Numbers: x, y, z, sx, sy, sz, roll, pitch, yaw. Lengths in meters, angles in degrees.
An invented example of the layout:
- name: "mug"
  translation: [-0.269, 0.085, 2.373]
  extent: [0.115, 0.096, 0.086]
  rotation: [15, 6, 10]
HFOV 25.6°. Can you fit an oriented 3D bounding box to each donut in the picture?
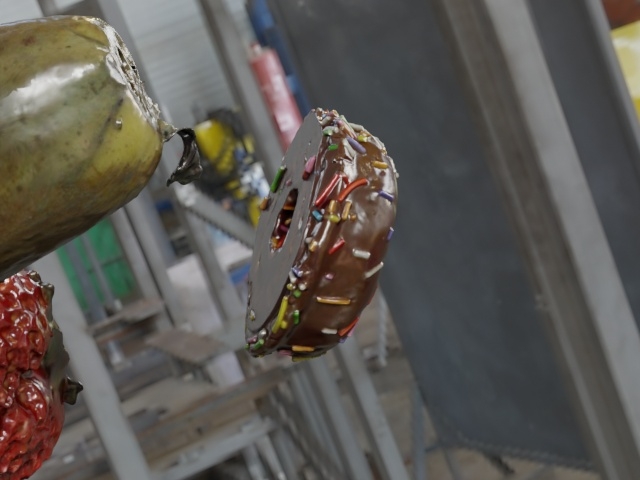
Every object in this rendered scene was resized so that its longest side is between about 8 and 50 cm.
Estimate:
- name: "donut"
  translation: [0.000, 0.000, 1.273]
  extent: [0.089, 0.235, 0.235]
  rotation: [18, 4, -14]

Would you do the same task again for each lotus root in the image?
- name: "lotus root"
  translation: [-0.193, -0.037, 0.762]
  extent: [0.241, 0.124, 0.123]
  rotation: [-27, -17, 12]

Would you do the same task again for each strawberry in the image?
- name: "strawberry"
  translation: [-0.340, 0.130, 1.139]
  extent: [0.261, 0.261, 0.258]
  rotation: [-16, 33, 22]
